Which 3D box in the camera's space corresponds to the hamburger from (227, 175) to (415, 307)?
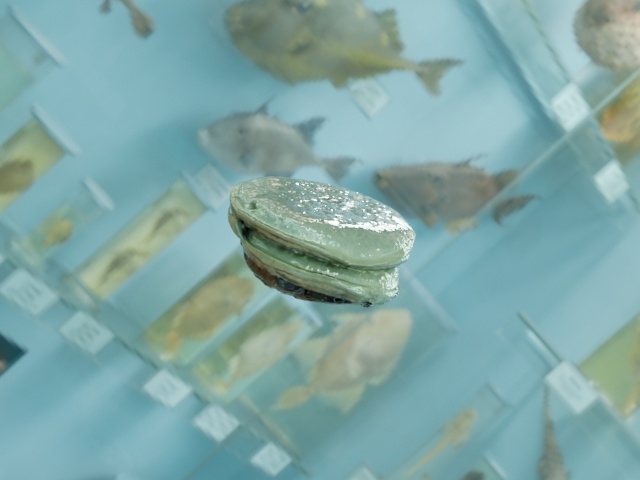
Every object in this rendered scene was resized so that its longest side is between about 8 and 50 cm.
[{"bbox_3d":[0.000,0.000,0.918,0.140,0.062,0.133,5,23,-26],"label":"hamburger"}]
